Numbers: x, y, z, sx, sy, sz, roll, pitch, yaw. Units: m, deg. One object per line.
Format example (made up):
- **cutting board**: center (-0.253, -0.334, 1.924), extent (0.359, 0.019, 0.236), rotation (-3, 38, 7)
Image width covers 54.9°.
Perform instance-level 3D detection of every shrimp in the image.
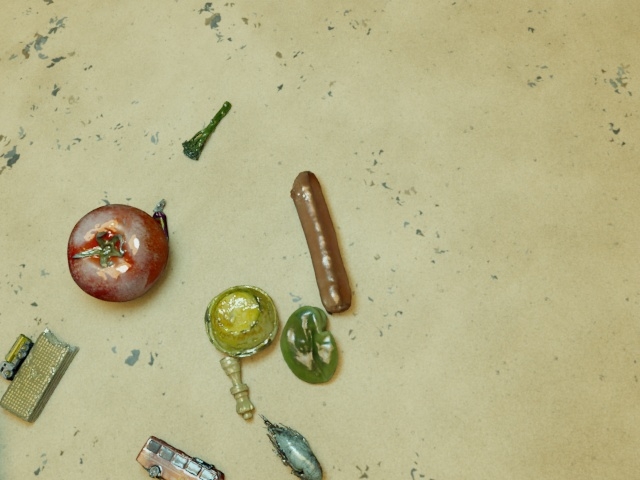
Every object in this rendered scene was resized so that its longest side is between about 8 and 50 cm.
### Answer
- **shrimp**: center (-0.078, 0.524, 1.576), extent (0.233, 0.079, 0.090), rotation (43, 46, 18)

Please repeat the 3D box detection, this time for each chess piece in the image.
- **chess piece**: center (-0.219, 0.392, 1.639), extent (0.060, 0.060, 0.172), rotation (-20, 74, 0)

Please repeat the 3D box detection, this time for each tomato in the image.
- **tomato**: center (-0.551, 0.035, 1.691), extent (0.270, 0.227, 0.270), rotation (0, 83, 3)

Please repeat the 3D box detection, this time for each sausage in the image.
- **sausage**: center (0.000, 0.000, 1.715), extent (0.094, 0.094, 0.418), rotation (-18, 72, 4)

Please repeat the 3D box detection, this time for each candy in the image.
- **candy**: center (-0.466, -0.040, 1.801), extent (0.045, 0.043, 0.175), rotation (-16, 72, 11)

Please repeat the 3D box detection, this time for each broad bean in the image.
- **broad bean**: center (-0.031, 0.278, 1.645), extent (0.153, 0.072, 0.206), rotation (-10, 74, 16)

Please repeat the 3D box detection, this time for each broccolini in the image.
- **broccolini**: center (-0.349, -0.341, 1.886), extent (0.067, 0.058, 0.216), rotation (40, 69, -26)

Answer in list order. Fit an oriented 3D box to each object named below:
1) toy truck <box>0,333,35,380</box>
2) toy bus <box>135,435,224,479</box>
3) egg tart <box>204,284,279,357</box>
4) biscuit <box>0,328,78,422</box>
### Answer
- **toy truck**: center (-0.849, 0.327, 1.725), extent (0.063, 0.052, 0.123), rotation (25, 76, 17)
- **toy bus**: center (-0.359, 0.592, 1.585), extent (0.235, 0.073, 0.096), rotation (22, 70, 13)
- **egg tart**: center (-0.216, 0.208, 1.658), extent (0.213, 0.090, 0.212), rotation (-3, 60, 6)
- **biscuit**: center (-0.777, 0.371, 1.699), extent (0.108, 0.062, 0.238), rotation (25, 77, 13)
